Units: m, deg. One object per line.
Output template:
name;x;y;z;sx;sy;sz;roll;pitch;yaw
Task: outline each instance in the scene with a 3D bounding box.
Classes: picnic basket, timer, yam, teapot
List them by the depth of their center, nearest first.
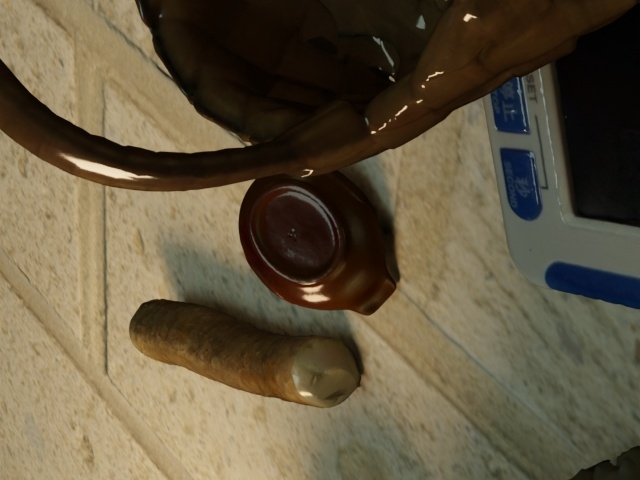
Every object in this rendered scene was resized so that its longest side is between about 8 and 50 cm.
picnic basket;-0.049;-0.168;0.737;0.337;0.337;0.293;-18;90;61
timer;0.159;-0.091;0.829;0.178;0.078;0.254;14;118;55
teapot;0.000;0.000;1.161;0.129;0.078;0.098;43;102;19
yam;-0.069;0.092;1.336;0.299;0.066;0.066;9;115;56

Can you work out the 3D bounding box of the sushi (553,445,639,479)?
sushi;0.078;0.287;0.905;0.396;0.351;0.240;-43;68;54
